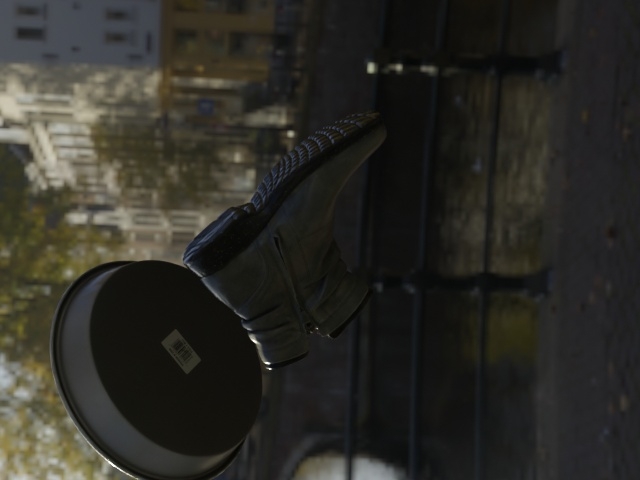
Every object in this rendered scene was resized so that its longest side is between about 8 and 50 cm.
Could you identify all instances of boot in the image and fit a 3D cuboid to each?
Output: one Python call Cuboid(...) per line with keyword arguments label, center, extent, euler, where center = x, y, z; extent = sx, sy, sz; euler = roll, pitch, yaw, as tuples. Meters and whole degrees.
Cuboid(label="boot", center=(0.000, 0.000, 1.278), extent=(0.161, 0.246, 0.083), euler=(49, -178, -16))

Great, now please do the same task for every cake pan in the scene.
Cuboid(label="cake pan", center=(-0.183, 0.147, 1.557), extent=(0.054, 0.293, 0.293), euler=(-34, 44, 38))
